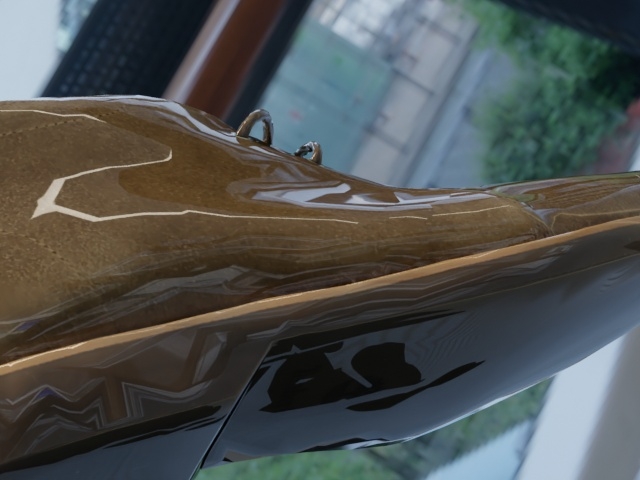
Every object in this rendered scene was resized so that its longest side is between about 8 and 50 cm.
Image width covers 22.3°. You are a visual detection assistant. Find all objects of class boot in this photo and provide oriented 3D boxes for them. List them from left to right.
[{"bbox_3d":[0.000,0.000,0.466,0.305,0.115,0.112,-10,-30,-34],"label":"boot"}]
